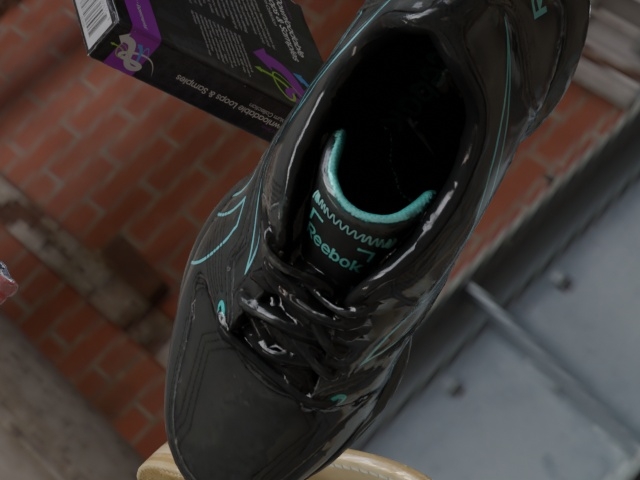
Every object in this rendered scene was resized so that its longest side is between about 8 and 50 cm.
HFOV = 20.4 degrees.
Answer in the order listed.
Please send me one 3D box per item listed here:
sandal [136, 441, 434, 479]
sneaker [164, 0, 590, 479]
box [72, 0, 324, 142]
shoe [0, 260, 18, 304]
[{"bbox_3d":[-0.029,0.158,0.904,0.079,0.240,0.088,-45,-63,-31],"label":"sandal"},{"bbox_3d":[0.000,0.000,0.652,0.267,0.101,0.106,-63,-7,27],"label":"sneaker"},{"bbox_3d":[-0.059,-0.108,0.906,0.162,0.116,0.029,23,-57,-38],"label":"box"},{"bbox_3d":[-0.287,0.027,1.324,0.063,0.178,0.081,38,-93,-41],"label":"shoe"}]
